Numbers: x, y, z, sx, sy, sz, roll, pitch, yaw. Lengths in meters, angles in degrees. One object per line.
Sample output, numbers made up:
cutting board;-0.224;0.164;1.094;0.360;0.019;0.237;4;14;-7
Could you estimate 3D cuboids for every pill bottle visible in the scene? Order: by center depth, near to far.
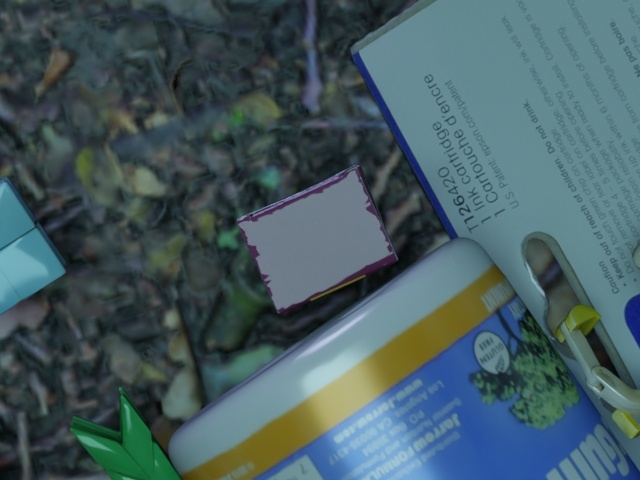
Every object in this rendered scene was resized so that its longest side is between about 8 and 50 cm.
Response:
pill bottle;0.074;0.148;0.772;0.152;0.152;0.272;-35;89;0

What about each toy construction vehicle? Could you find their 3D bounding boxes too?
toy construction vehicle;0.142;0.046;0.750;0.035;0.086;0.098;-28;72;-40

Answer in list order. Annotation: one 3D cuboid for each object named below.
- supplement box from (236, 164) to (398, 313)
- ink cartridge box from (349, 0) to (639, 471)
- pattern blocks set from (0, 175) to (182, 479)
supplement box;0.000;0.000;0.809;0.055;0.083;0.043;-24;89;2
ink cartridge box;0.188;-0.012;0.748;0.072;0.307;0.303;-28;89;-38
pattern blocks set;-0.222;0.127;0.815;0.325;0.026;0.285;-23;102;-2
